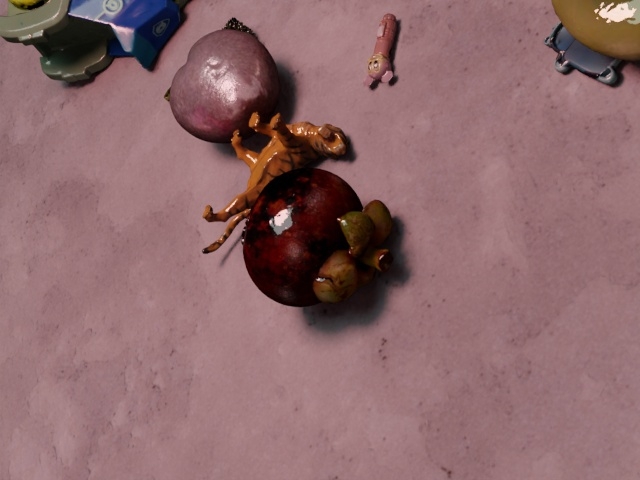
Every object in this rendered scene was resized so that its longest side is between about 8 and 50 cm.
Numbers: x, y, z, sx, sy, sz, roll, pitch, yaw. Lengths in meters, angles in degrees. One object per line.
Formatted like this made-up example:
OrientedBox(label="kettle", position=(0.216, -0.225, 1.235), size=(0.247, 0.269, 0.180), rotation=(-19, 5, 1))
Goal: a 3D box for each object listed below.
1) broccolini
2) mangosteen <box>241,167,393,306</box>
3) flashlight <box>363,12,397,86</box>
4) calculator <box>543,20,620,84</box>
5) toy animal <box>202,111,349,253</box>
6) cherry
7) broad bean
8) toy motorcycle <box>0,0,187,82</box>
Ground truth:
OrientedBox(label="broccolini", position=(-0.169, -0.269, 2.155), size=(0.201, 0.058, 0.074), rotation=(-38, 28, 41))
OrientedBox(label="mangosteen", position=(0.000, 0.000, 1.744), size=(0.200, 0.200, 0.199), rotation=(-22, 52, 32))
OrientedBox(label="flashlight", position=(0.085, -0.264, 1.911), size=(0.052, 0.031, 0.110), rotation=(-8, 61, 40))
OrientedBox(label="calculator", position=(0.326, -0.237, 1.683), size=(0.094, 0.019, 0.141), rotation=(-53, 41, 3))
OrientedBox(label="toy animal", position=(-0.081, -0.082, 1.924), size=(0.255, 0.116, 0.114), rotation=(-51, 24, 17))
OrientedBox(label="cherry", position=(-0.131, -0.220, 2.006), size=(0.176, 0.140, 0.176), rotation=(-14, 64, 30))
OrientedBox(label="broad bean", position=(0.359, -0.312, 1.633), size=(0.189, 0.121, 0.263), rotation=(-32, 56, 3))
OrientedBox(label="toy motorcycle", position=(-0.356, -0.370, 2.296), size=(0.327, 0.191, 0.199), rotation=(-8, 68, 20))
